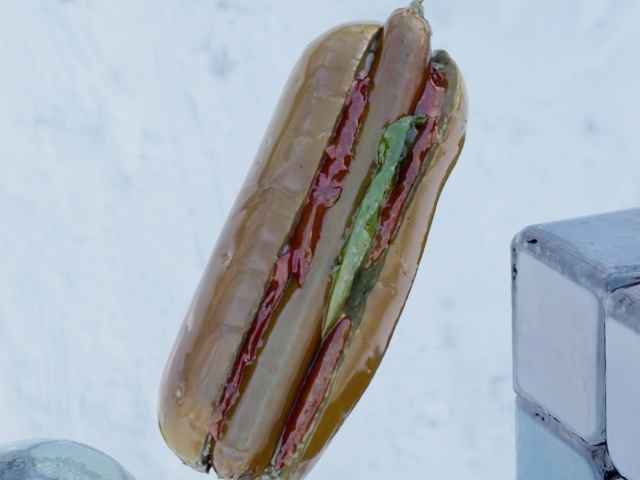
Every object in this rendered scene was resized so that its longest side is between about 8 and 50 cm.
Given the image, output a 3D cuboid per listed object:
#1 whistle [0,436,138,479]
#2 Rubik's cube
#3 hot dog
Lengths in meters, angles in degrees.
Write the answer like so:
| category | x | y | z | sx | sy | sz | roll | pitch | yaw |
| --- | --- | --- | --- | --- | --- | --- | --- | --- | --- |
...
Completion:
| category | x | y | z | sx | sy | sz | roll | pitch | yaw |
| --- | --- | --- | --- | --- | --- | --- | --- | --- | --- |
| whistle | -0.181 | 0.177 | 0.924 | 0.163 | 0.163 | 0.290 | -21 | 33 | -23 |
| Rubik's cube | 0.358 | 0.149 | 1.257 | 0.316 | 0.318 | 0.313 | -11 | 21 | -19 |
| hot dog | 0.000 | 0.000 | 0.690 | 0.092 | 0.062 | 0.235 | 20 | 88 | 1 |
